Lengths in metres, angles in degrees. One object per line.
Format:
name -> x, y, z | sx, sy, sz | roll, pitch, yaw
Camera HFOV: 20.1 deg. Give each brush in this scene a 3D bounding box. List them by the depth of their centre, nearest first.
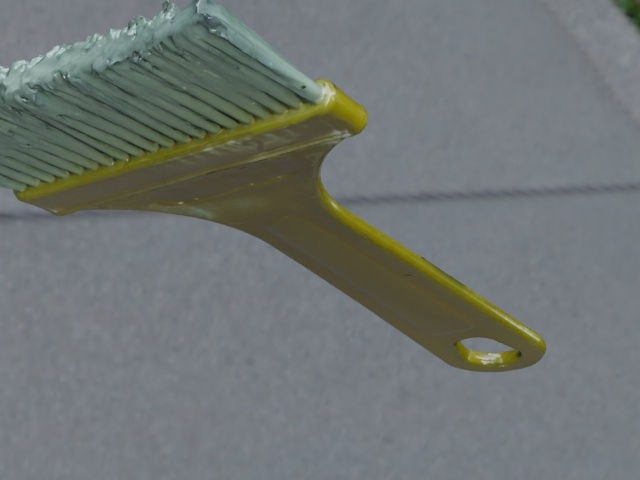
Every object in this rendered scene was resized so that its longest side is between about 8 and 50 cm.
brush -> 0.000, 0.000, 0.420 | 0.205, 0.083, 0.011 | 31, 51, -51
